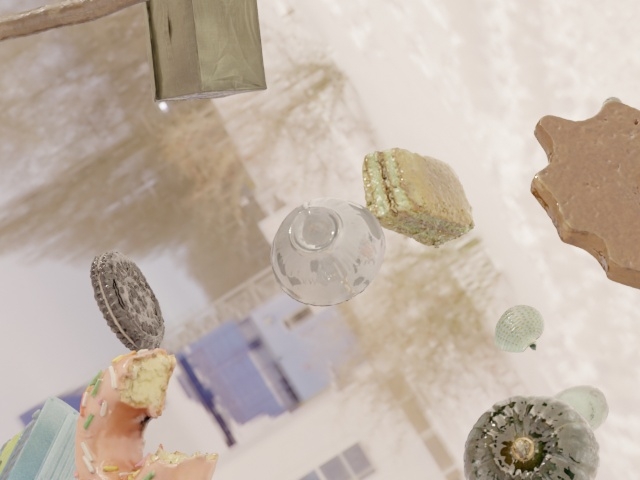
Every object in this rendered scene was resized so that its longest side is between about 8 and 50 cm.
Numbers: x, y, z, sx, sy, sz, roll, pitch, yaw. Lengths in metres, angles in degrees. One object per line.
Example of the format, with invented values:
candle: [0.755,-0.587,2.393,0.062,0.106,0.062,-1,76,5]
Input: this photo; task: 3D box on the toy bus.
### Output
toy bus: [-0.481,0.431,2.095,0.152,0.190,0.312,40,-154,-14]

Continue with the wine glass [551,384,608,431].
wine glass: [0.471,0.362,2.196,0.264,0.096,0.309,34,-157,31]

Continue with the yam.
yam: [-0.326,-0.342,1.808,0.045,0.326,0.045,60,-162,-67]

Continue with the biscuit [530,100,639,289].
biscuit: [0.282,-0.047,1.135,0.215,0.182,0.034,37,154,23]

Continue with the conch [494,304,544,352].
conch: [0.279,0.123,1.773,0.085,0.076,0.057,-80,-27,-78]

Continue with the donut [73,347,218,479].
donut: [-0.230,0.256,1.542,0.085,0.199,0.233,14,-145,-46]

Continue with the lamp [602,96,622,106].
lamp: [0.454,-0.161,2.056,0.091,0.163,0.091,25,171,4]

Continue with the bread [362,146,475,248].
bread: [0.159,-0.074,2.079,0.196,0.102,0.138,21,-137,-47]

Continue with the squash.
squash: [0.331,0.343,1.979,0.172,0.218,0.218,64,175,-35]

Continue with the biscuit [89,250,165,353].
biscuit: [-0.325,0.104,2.126,0.195,0.053,0.194,59,-167,-22]

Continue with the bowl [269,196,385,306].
bowl: [0.000,0.000,1.955,0.189,0.189,0.086,57,178,29]

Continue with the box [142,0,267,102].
box: [-0.206,-0.364,2.173,0.149,0.155,0.232,-2,95,48]
